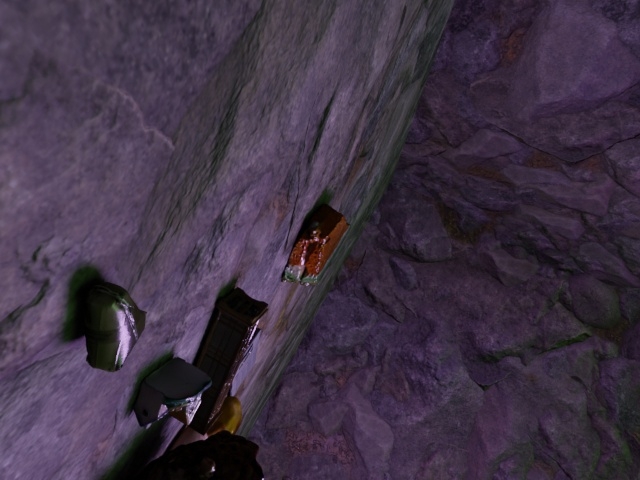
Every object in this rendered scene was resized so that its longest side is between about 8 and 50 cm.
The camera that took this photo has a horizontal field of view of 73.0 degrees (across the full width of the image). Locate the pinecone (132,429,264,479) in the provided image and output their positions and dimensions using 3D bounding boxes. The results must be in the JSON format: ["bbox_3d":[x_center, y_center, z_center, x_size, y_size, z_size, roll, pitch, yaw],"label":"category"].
[{"bbox_3d":[-0.267,0.548,0.883,0.296,0.242,0.298,-42,167,37],"label":"pinecone"}]

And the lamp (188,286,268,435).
[{"bbox_3d":[-0.219,0.265,0.939,0.325,0.090,0.089,-64,172,19],"label":"lamp"}]

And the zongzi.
[{"bbox_3d":[-0.224,0.076,0.497,0.113,0.052,0.104,-74,-179,-64],"label":"zongzi"}]

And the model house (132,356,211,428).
[{"bbox_3d":[-0.259,0.278,0.748,0.100,0.087,0.100,-66,167,15],"label":"model house"}]

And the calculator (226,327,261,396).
[{"bbox_3d":[-0.246,0.395,1.389,0.161,0.021,0.262,-55,169,-39],"label":"calculator"}]

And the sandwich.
[{"bbox_3d":[0.003,-0.001,1.334,0.292,0.109,0.212,-54,169,-40],"label":"sandwich"}]

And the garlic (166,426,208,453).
[{"bbox_3d":[-0.336,0.566,1.099,0.207,0.115,0.128,-66,165,6],"label":"garlic"}]

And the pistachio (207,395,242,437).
[{"bbox_3d":[-0.305,0.575,1.335,0.189,0.100,0.110,-54,164,-50],"label":"pistachio"}]
